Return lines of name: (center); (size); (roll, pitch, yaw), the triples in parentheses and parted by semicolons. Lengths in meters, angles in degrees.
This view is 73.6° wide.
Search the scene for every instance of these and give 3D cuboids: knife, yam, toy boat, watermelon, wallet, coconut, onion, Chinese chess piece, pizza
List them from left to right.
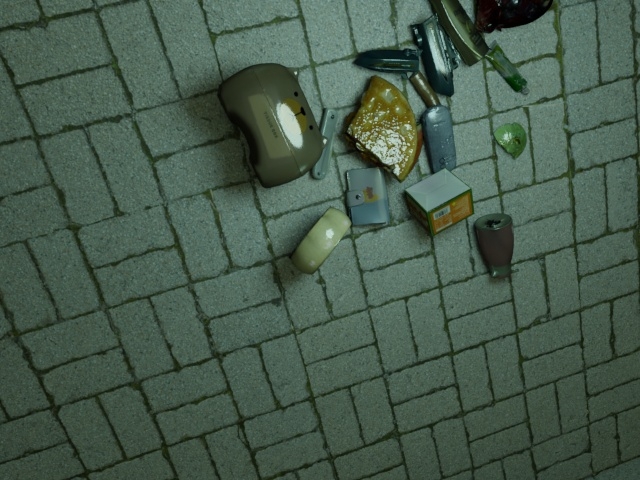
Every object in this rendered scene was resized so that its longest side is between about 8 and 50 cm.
Chinese chess piece: (0.000, 0.000, 1.589); (0.112, 0.270, 0.270); (38, 95, -1)
knife: (0.019, -0.363, 1.623); (0.073, 0.040, 0.266); (6, 103, -23)
wallet: (0.184, -0.173, 1.685); (0.169, 0.069, 0.231); (-5, 102, 9)
pizza: (0.224, -0.404, 1.586); (0.277, 0.114, 0.410); (-20, 89, 0)
toy boat: (0.245, -0.649, 1.566); (0.245, 0.093, 0.103); (0, 136, -5)
watermelon: (0.351, -0.361, 1.679); (0.119, 0.063, 0.245); (16, 100, -27)
yam: (0.424, -0.543, 1.647); (0.056, 0.057, 0.241); (-41, 107, 1)
toy boat: (0.440, -0.675, 1.582); (0.122, 0.114, 0.296); (-24, 107, 5)
coconut: (0.785, -0.415, 1.743); (0.157, 0.055, 0.133); (24, 100, -17)
onion: (0.701, -0.881, 1.533); (0.280, 0.221, 0.281); (-9, 135, -9)

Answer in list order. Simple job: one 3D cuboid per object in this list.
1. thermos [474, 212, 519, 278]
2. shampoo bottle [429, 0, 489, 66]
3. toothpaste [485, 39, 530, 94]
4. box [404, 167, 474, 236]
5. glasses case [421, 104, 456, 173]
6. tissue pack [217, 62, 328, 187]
thermos: (0.756, 0.027, 1.814); (0.176, 0.145, 0.265); (-34, 118, -27)
shampoo bottle: (0.485, -0.810, 1.563); (0.350, 0.084, 0.126); (48, 54, -16)
toothpaste: (0.737, -0.667, 1.678); (0.248, 0.047, 0.078); (41, 90, -15)
box: (0.463, -0.147, 1.668); (0.194, 0.178, 0.148); (-29, 131, -3)
glasses case: (0.463, -0.387, 1.665); (0.109, 0.067, 0.283); (-20, 122, -2)
tissue pack: (-0.157, -0.396, 1.460); (0.276, 0.267, 0.388); (-26, 106, -6)
